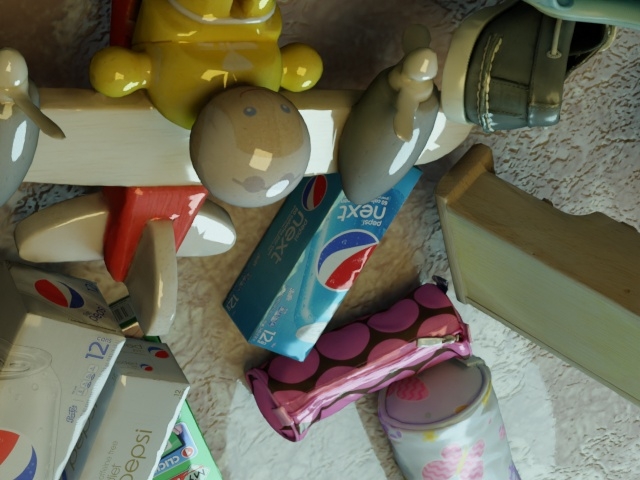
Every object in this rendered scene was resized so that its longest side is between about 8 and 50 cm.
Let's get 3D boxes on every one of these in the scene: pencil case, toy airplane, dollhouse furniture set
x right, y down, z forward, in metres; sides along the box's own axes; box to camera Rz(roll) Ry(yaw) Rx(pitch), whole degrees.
[{"bbox_3d":[0.149,0.237,1.582,0.124,0.113,0.273,-28,125,-5],"label":"pencil case"},{"bbox_3d":[-0.099,-0.087,1.176,0.386,0.272,0.384,-40,130,-2],"label":"toy airplane"},{"bbox_3d":[0.331,-0.068,1.415,0.394,0.256,0.362,-46,148,-20],"label":"dollhouse furniture set"},{"bbox_3d":[0.039,0.115,1.469,0.209,0.098,0.095,-27,116,-10],"label":"pencil case"}]

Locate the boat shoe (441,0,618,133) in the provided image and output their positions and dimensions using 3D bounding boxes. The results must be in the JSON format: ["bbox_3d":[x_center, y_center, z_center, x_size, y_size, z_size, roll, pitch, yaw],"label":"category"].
[{"bbox_3d":[0.204,-0.169,1.288,0.319,0.099,0.116,-41,138,-52],"label":"boat shoe"}]

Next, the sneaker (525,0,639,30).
[{"bbox_3d":[0.149,-0.245,1.169,0.366,0.150,0.135,13,124,5],"label":"sneaker"}]

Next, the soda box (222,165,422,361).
[{"bbox_3d":[0.000,0.000,1.400,0.067,0.071,0.210,22,106,-33],"label":"soda box"}]

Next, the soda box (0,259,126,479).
[{"bbox_3d":[-0.268,0.166,1.296,0.091,0.098,0.286,17,109,-31],"label":"soda box"}]

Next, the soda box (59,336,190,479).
[{"bbox_3d":[-0.189,0.193,1.361,0.069,0.074,0.216,11,112,-30],"label":"soda box"}]

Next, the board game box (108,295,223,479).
[{"bbox_3d":[-0.267,0.206,1.407,0.317,0.046,0.213,-26,126,-10],"label":"board game box"}]
